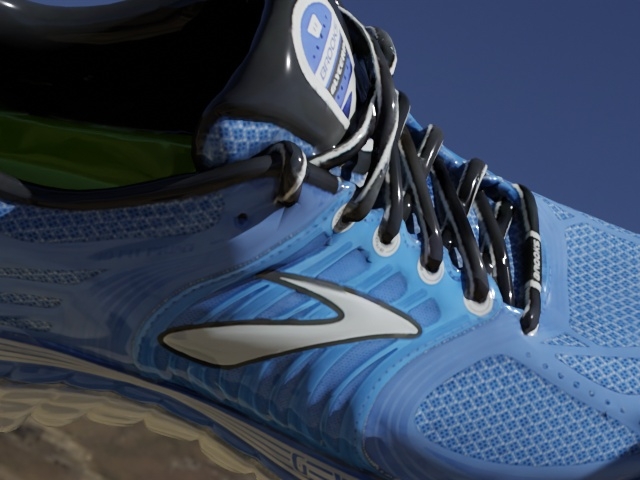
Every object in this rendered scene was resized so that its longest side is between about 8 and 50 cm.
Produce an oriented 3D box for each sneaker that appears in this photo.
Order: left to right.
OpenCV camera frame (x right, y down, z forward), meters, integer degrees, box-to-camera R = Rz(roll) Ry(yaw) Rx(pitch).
[{"bbox_3d":[0.000,0.000,0.430,0.329,0.130,0.147,12,-46,-15],"label":"sneaker"}]
